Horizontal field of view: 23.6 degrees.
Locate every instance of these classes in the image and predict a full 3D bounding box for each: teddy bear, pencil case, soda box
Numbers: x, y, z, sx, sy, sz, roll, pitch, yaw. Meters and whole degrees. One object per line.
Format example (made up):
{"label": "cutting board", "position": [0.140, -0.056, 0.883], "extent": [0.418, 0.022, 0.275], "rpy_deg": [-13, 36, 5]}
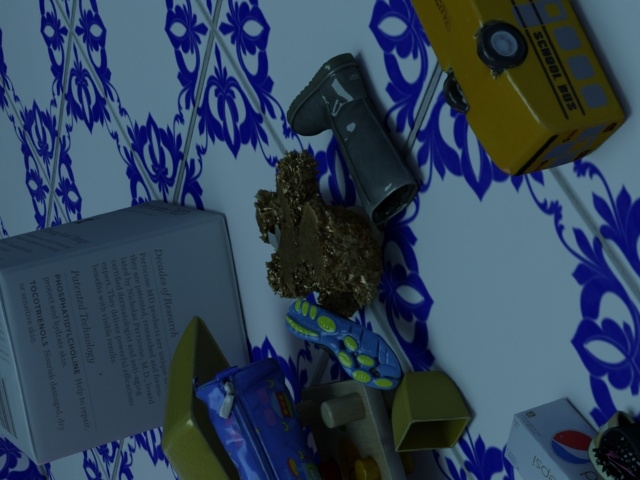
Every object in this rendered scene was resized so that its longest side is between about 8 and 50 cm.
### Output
{"label": "teddy bear", "position": [0.000, 0.000, 2.106], "extent": [0.338, 0.113, 0.245], "rpy_deg": [132, 122, -68]}
{"label": "pencil case", "position": [-0.066, 0.302, 2.060], "extent": [0.306, 0.119, 0.133], "rpy_deg": [67, -168, 17]}
{"label": "soda box", "position": [0.292, 0.271, 1.668], "extent": [0.216, 0.074, 0.069], "rpy_deg": [51, 146, 41]}

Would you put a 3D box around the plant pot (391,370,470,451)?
{"label": "plant pot", "position": [0.135, 0.213, 1.965], "extent": [0.081, 0.082, 0.083], "rpy_deg": [110, 154, -51]}

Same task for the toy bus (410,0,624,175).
{"label": "toy bus", "position": [0.175, -0.236, 1.565], "extent": [0.332, 0.130, 0.108], "rpy_deg": [67, 155, 16]}

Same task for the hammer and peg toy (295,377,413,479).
{"label": "hammer and peg toy", "position": [0.042, 0.330, 2.164], "extent": [0.361, 0.127, 0.265], "rpy_deg": [-26, 80, 68]}

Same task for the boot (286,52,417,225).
{"label": "boot", "position": [0.042, -0.115, 1.997], "extent": [0.208, 0.076, 0.189], "rpy_deg": [61, 154, 14]}

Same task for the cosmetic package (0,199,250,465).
{"label": "cosmetic package", "position": [-0.373, 0.141, 2.602], "extent": [0.329, 0.394, 0.327], "rpy_deg": [12, 115, 62]}

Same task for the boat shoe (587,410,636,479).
{"label": "boat shoe", "position": [0.342, 0.253, 1.573], "extent": [0.190, 0.068, 0.072], "rpy_deg": [54, 136, 39]}

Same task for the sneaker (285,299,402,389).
{"label": "sneaker", "position": [0.039, 0.132, 2.018], "extent": [0.188, 0.078, 0.067], "rpy_deg": [31, 101, 34]}

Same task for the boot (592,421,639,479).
{"label": "boot", "position": [0.367, 0.256, 1.346], "extent": [0.246, 0.207, 0.094], "rpy_deg": [67, 154, 15]}

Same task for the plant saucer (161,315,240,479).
{"label": "plant saucer", "position": [-0.140, 0.321, 2.254], "extent": [0.332, 0.081, 0.332], "rpy_deg": [62, -173, -21]}
